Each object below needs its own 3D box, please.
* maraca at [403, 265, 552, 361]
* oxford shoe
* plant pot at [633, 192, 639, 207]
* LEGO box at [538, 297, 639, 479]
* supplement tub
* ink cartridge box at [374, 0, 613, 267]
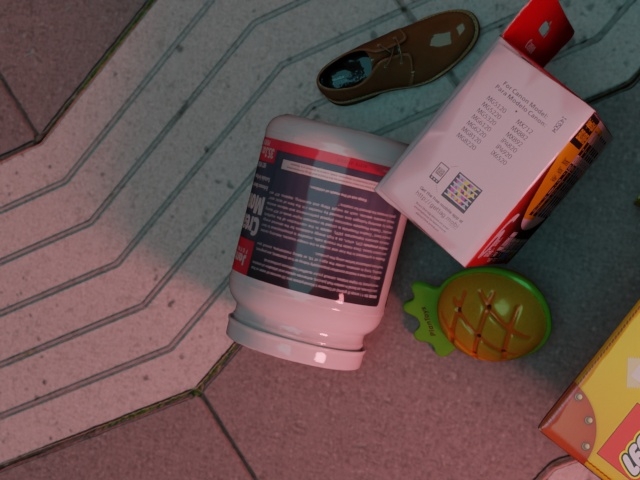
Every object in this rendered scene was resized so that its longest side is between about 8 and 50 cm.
[{"bbox_3d":[0.185,0.089,1.550,0.185,0.099,0.127,-7,112,33],"label":"maraca"},{"bbox_3d":[0.093,-0.221,1.589,0.212,0.076,0.076,-24,81,13],"label":"oxford shoe"},{"bbox_3d":[0.419,-0.052,1.494,0.083,0.081,0.081,32,98,3],"label":"plant pot"},{"bbox_3d":[0.527,0.107,1.339,0.372,0.193,0.500,38,96,13],"label":"LEGO box"},{"bbox_3d":[0.000,0.000,1.554,0.191,0.191,0.272,15,93,16],"label":"supplement tub"},{"bbox_3d":[0.221,-0.113,1.429,0.130,0.309,0.272,41,101,12],"label":"ink cartridge box"}]
